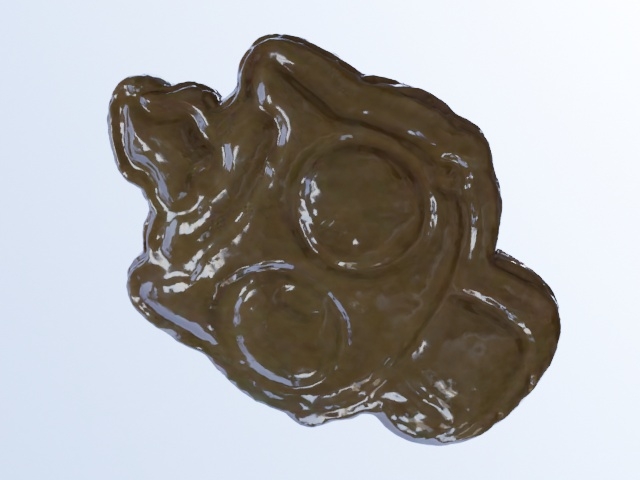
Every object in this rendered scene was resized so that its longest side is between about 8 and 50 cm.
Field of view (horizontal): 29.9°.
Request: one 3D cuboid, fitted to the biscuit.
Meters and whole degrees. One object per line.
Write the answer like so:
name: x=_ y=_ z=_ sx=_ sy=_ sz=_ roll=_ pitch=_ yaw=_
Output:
biscuit: x=-0.001 y=0.001 z=0.870 sx=0.376 sy=0.269 sz=0.051 roll=34 pitch=-162 yaw=3
